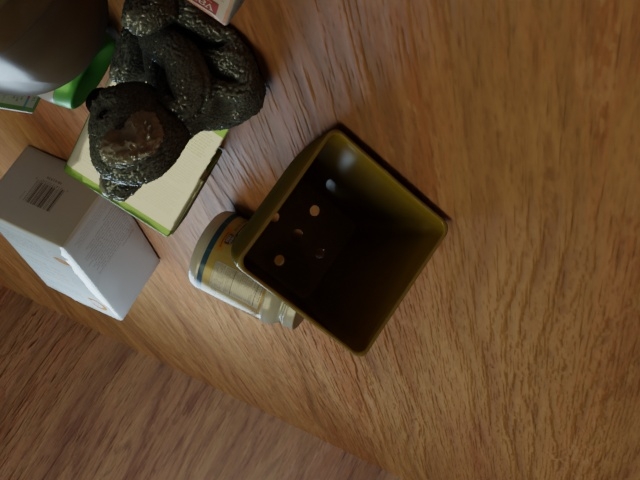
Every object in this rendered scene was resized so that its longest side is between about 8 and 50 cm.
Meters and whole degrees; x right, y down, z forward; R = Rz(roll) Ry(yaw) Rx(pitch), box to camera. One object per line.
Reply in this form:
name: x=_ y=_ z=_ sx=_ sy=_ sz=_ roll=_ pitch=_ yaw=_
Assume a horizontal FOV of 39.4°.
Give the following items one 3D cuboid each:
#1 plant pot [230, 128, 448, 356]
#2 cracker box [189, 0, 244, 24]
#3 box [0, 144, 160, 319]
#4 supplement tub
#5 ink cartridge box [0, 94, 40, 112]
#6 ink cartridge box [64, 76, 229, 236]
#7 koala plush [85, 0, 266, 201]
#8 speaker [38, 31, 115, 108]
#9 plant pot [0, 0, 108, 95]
plant pot: x=0.000 y=0.000 z=1.200 sx=0.212 sy=0.212 sz=0.187 roll=39 pitch=169 yaw=-20
cracker box: x=-0.039 y=-0.286 z=0.666 sx=0.067 sy=0.156 sz=0.232 roll=32 pitch=158 yaw=-4
box: x=-0.509 y=-0.007 z=1.863 sx=0.215 sy=0.168 sz=0.345 roll=22 pitch=156 yaw=19
supplement tub: x=-0.105 y=0.052 z=1.506 sx=0.199 sy=0.144 sz=0.144 roll=26 pitch=158 yaw=11
ink cartridge box: x=-0.465 y=-0.239 z=1.273 sx=0.109 sy=0.062 sz=0.209 roll=38 pitch=-163 yaw=20
ink cartridge box: x=-0.233 y=-0.159 z=1.302 sx=0.188 sy=0.097 sz=0.255 roll=33 pitch=124 yaw=-5
koala plush: x=-0.194 y=-0.154 z=1.067 sx=0.203 sy=0.221 sz=0.196 roll=34 pitch=158 yaw=-8
speaker: x=-0.425 y=-0.297 z=1.173 sx=0.296 sy=0.131 sz=0.131 roll=32 pitch=158 yaw=-4
plant pot: x=-0.366 y=-0.285 z=0.944 sx=0.323 sy=0.323 sz=0.280 roll=25 pitch=174 yaw=14
